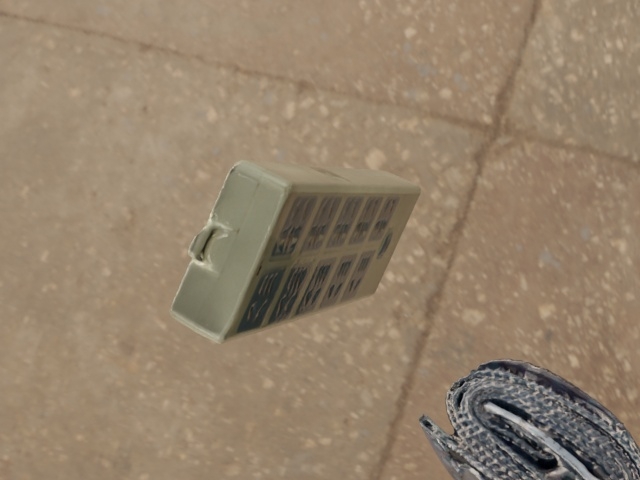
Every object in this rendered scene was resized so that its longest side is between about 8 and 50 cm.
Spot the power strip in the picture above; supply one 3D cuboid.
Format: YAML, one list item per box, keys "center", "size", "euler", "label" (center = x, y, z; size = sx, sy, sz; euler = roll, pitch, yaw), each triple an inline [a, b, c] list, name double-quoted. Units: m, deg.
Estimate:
- center: [0.000, 0.000, 0.842]
  size: [0.043, 0.367, 0.106]
  euler: [27, 100, 15]
  label: "power strip"

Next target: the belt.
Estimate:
- center: [0.206, 0.204, 1.031]
  size: [0.122, 0.128, 0.218]
  euler: [-42, 41, -12]
  label: "belt"
